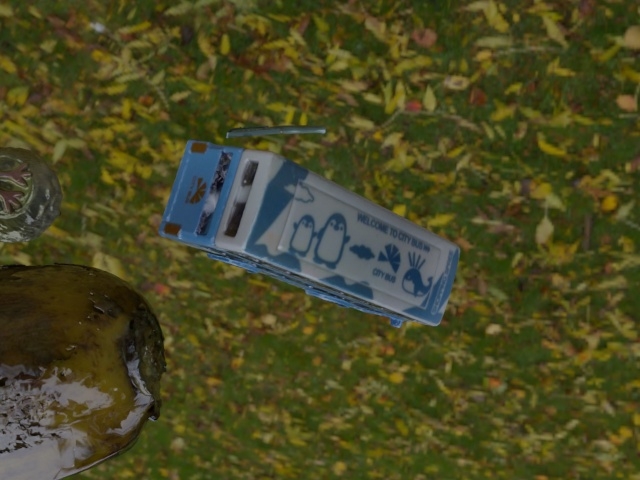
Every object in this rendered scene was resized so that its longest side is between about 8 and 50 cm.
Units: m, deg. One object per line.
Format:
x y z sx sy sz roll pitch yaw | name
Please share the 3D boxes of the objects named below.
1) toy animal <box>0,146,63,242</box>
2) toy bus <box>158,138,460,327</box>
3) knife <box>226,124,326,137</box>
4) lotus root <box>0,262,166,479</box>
-0.316 -0.047 0.905 0.137 0.098 0.098 17 143 -9 | toy animal
0.000 0.000 0.891 0.131 0.106 0.297 10 170 46 | toy bus
-0.071 -0.175 1.507 0.028 0.210 0.015 32 119 41 | knife
-0.306 0.123 0.767 0.398 0.195 0.179 -12 123 14 | lotus root
